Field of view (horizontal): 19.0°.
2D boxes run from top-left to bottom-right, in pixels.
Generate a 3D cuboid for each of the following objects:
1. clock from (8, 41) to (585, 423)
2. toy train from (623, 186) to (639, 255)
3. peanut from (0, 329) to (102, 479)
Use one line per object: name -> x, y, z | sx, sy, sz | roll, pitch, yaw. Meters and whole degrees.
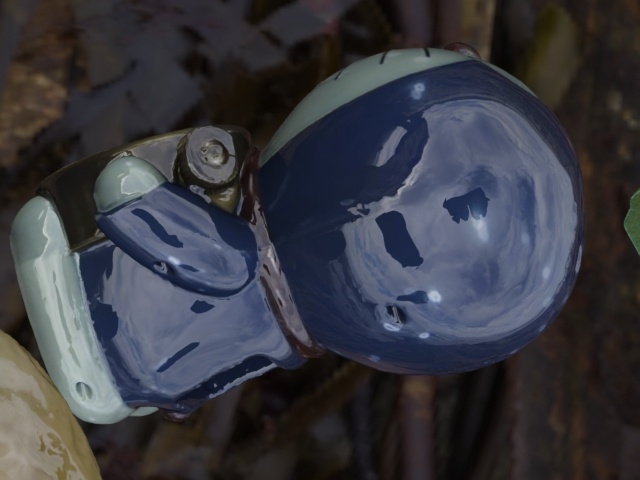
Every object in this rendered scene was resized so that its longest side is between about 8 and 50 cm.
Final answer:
clock -> 0.000, 0.000, 0.861 | 0.199, 0.243, 0.146 | 25, 51, -74
toy train -> 0.156, -0.009, 0.588 | 0.148, 0.038, 0.071 | -25, 90, -41
peanut -> -0.085, 0.113, 0.528 | 0.099, 0.099, 0.214 | -35, 108, -28
